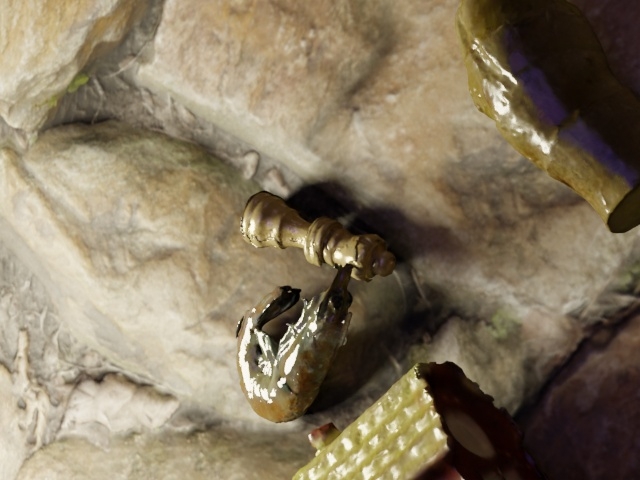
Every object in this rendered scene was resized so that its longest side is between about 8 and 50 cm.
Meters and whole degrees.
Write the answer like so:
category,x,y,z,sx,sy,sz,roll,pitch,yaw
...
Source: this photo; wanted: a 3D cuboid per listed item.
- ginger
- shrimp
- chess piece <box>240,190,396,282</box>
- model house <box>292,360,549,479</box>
category,x,y,z,sx,sy,sz,roll,pitch,yaw
ginger,0.208,-0.129,0.996,0.263,0.116,0.109,55,157,15
shrimp,-0.031,0.094,1.164,0.126,0.048,0.223,48,127,27
chess piece,0.000,0.000,1.155,0.172,0.060,0.060,21,101,30
model house,0.099,0.242,1.030,0.196,0.160,0.254,-48,65,24
